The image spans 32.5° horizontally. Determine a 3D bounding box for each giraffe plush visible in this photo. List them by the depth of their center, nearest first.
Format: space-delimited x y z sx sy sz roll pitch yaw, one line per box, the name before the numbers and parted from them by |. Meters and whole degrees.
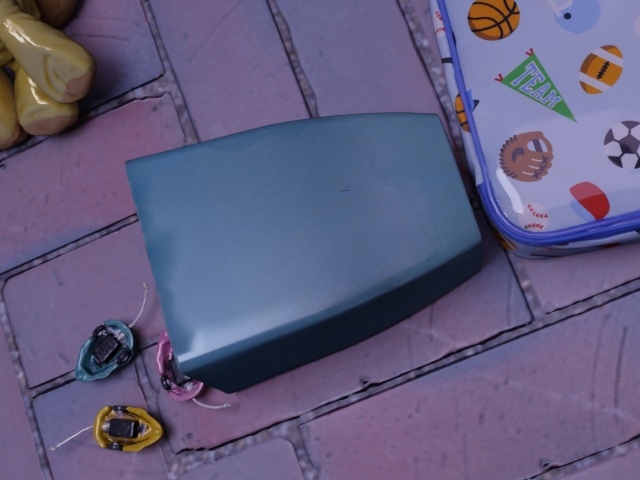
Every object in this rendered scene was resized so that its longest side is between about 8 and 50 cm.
giraffe plush | -0.287 -0.213 0.985 0.181 0.210 0.170 -15 42 24

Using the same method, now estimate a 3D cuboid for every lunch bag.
lunch bag | 0.217 -0.146 0.847 0.243 0.115 0.303 -13 77 11

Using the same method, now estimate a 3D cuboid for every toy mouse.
toy mouse | -0.149 0.108 0.938 0.161 0.031 0.143 -3 79 15

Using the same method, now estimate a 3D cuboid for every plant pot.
plant pot | 0.000 0.000 0.857 0.234 0.166 0.165 -18 75 3
